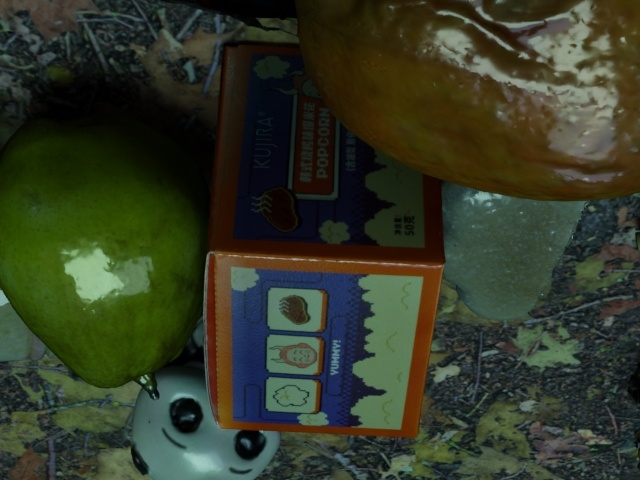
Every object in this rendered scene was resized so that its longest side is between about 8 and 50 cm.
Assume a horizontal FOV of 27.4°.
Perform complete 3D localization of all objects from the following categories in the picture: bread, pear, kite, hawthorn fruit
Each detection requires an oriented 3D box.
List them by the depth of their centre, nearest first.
[{"bbox_3d":[0.185,-0.252,1.196,0.472,0.471,0.471,1,137,1],"label":"hawthorn fruit"},{"bbox_3d":[-0.081,-0.245,1.424,0.310,0.169,0.015,16,109,-19],"label":"kite"},{"bbox_3d":[-0.254,0.021,1.584,0.287,0.287,0.375,-11,104,14],"label":"pear"},{"bbox_3d":[0.225,-0.026,1.680,0.183,0.102,0.337,11,138,-4],"label":"bread"}]

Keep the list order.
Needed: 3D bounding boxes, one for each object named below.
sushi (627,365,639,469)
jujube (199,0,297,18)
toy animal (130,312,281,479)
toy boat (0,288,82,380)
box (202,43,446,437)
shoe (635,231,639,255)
[{"bbox_3d":[0.549,0.272,1.904,0.200,0.204,0.213,2,131,7],"label":"sushi"},{"bbox_3d":[-0.060,-0.306,1.354,0.236,0.168,0.168,27,132,-38],"label":"jujube"},{"bbox_3d":[-0.152,0.224,1.842,0.213,0.266,0.212,2,132,2],"label":"toy animal"},{"bbox_3d":[-0.380,0.099,1.781,0.293,0.111,0.276,8,135,-33],"label":"toy boat"},{"bbox_3d":[0.000,0.000,1.533,0.257,0.348,0.318,2,138,0],"label":"box"},{"bbox_3d":[0.460,0.016,1.730,0.069,0.072,0.109,-19,133,28],"label":"shoe"}]
